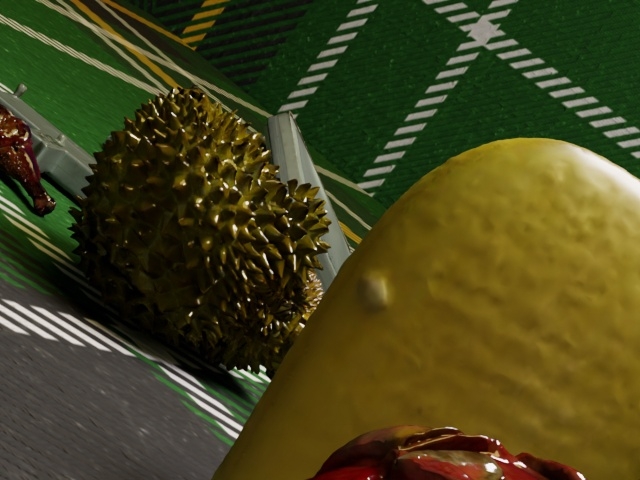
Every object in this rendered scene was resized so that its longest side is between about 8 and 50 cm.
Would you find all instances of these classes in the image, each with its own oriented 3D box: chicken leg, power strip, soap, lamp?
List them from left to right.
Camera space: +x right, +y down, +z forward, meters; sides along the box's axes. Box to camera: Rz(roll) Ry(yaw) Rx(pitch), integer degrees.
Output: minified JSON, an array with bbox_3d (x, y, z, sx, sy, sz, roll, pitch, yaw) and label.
[{"bbox_3d":[-0.355,-0.104,1.803,0.205,0.053,0.093,31,30,9],"label":"chicken leg"},{"bbox_3d":[-0.315,-0.106,1.939,0.216,0.061,0.145,37,7,10],"label":"power strip"},{"bbox_3d":[0.000,0.000,2.122,0.269,0.047,0.266,-99,166,-57],"label":"lamp"},{"bbox_3d":[0.127,0.124,1.291,0.306,0.427,0.115,38,-6,8],"label":"soap"}]

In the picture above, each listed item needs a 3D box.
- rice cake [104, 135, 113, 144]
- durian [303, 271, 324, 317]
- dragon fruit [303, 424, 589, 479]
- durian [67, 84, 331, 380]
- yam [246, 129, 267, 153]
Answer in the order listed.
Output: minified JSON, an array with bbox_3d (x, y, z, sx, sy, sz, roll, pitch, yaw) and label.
[{"bbox_3d":[-0.263,-0.106,2.255,0.042,0.030,0.180,38,6,-29],"label":"rice cake"},{"bbox_3d":[-0.069,0.048,1.869,0.158,0.137,0.168,59,21,10],"label":"durian"},{"bbox_3d":[0.060,0.234,0.823,0.277,0.277,0.342,42,16,34],"label":"dragon fruit"},{"bbox_3d":[-0.115,-0.004,1.642,0.293,0.258,0.258,50,-1,-37],"label":"durian"},{"bbox_3d":[-0.130,-0.075,2.195,0.161,0.161,0.268,37,7,1],"label":"yam"}]
